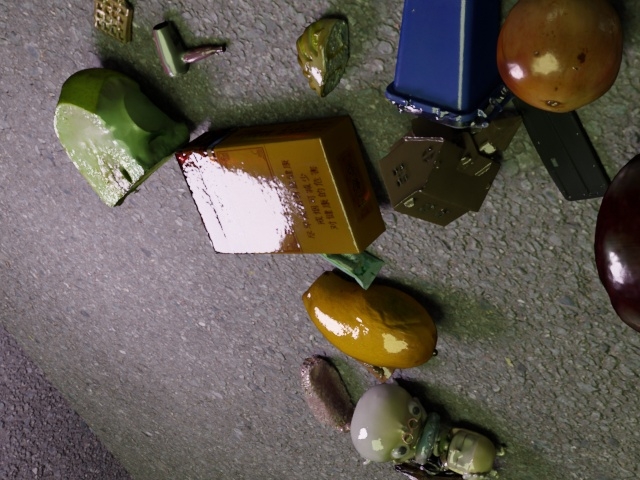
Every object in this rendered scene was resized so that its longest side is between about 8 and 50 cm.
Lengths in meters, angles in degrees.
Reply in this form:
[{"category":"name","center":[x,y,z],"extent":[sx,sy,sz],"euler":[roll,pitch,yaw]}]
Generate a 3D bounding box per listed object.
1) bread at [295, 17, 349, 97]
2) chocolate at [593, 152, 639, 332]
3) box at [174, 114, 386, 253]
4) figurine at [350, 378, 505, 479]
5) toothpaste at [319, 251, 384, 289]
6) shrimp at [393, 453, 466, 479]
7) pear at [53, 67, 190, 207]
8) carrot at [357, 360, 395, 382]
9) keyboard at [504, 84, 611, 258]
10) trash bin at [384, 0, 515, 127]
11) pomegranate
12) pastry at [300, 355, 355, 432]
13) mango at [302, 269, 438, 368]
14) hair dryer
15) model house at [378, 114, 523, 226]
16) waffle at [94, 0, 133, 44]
[{"category":"bread","center":[-0.002,-0.337,1.622],"extent":[0.094,0.083,0.157],"euler":[43,147,10]},{"category":"chocolate","center":[0.588,-0.004,1.329],"extent":[0.383,0.383,0.331],"euler":[52,158,-22]},{"category":"box","center":[-0.092,-0.106,1.878],"extent":[0.415,0.116,0.264],"euler":[-2,119,40]},{"category":"figurine","center":[0.275,0.501,2.307],"extent":[0.394,0.226,0.274],"euler":[17,173,7]},{"category":"toothpaste","center":[0.000,0.000,2.019],"extent":[0.297,0.075,0.048],"euler":[33,-175,5]},{"category":"shrimp","center":[0.279,0.599,2.379],"extent":[0.365,0.071,0.233],"euler":[16,-176,35]},{"category":"pear","center":[-0.456,-0.252,2.006],"extent":[0.282,0.176,0.286],"euler":[47,145,-8]},{"category":"carrot","center":[0.087,0.231,2.198],"extent":[0.263,0.102,0.102],"euler":[41,145,2]},{"category":"keyboard","center":[0.427,-0.133,1.542],"extent":[0.103,0.041,0.381],"euler":[-7,121,45]},{"category":"trash bin","center":[0.210,-0.308,1.414],"extent":[0.184,0.162,0.234],"euler":[21,135,26]},{"category":"pomegranate","center":[0.349,-0.282,1.305],"extent":[0.191,0.191,0.191],"euler":[22,142,18]},{"category":"pastry","center":[0.016,0.418,2.451],"extent":[0.112,0.103,0.265],"euler":[2,132,47]},{"category":"mango","center":[0.109,0.186,2.063],"extent":[0.359,0.144,0.187],"euler":[15,109,33]},{"category":"hair dryer","center":[-0.255,-0.383,1.806],"extent":[0.154,0.054,0.106],"euler":[4,131,22]},{"category":"model house","center":[0.244,-0.162,1.574],"extent":[0.248,0.176,0.181],"euler":[-34,149,31]},{"category":"waffle","center":[-0.426,-0.471,1.856],"extent":[0.092,0.021,0.135],"euler":[33,146,6]}]
